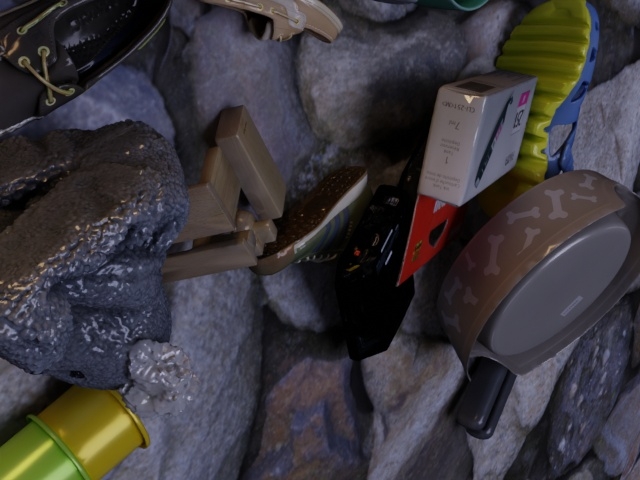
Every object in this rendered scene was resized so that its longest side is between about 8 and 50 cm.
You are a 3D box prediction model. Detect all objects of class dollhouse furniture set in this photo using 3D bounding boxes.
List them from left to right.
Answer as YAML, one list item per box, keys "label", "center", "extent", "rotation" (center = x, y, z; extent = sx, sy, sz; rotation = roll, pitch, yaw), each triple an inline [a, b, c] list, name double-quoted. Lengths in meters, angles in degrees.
- label: "dollhouse furniture set"
  center: [-0.123, -0.040, 0.880]
  extent: [0.151, 0.123, 0.144]
  rotation: [-84, 156, -44]

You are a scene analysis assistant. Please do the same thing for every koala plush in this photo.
- label: "koala plush"
  center: [-0.179, 0.039, 0.712]
  extent: [0.203, 0.196, 0.221]
  rotation: [-36, 137, -25]

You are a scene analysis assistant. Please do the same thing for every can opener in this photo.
- label: "can opener"
  center: [0.309, 0.177, 1.395]
  extent: [0.076, 0.095, 0.283]
  rotation: [50, 60, -45]

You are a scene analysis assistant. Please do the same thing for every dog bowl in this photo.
- label: "dog bowl"
  center: [0.311, 0.049, 1.251]
  extent: [0.348, 0.102, 0.349]
  rotation: [-27, 147, -19]

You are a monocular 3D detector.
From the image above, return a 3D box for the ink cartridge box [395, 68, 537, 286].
- label: "ink cartridge box"
  center: [0.185, -0.080, 1.104]
  extent: [0.275, 0.060, 0.239]
  rotation: [-30, 133, -62]

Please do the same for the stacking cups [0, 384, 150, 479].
- label: "stacking cups"
  center: [-0.291, 0.247, 0.758]
  extent: [0.316, 0.096, 0.096]
  rotation: [-42, 132, -26]

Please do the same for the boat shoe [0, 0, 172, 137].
- label: "boat shoe"
  center: [-0.211, -0.148, 0.706]
  extent: [0.228, 0.068, 0.081]
  rotation: [-48, 135, -25]

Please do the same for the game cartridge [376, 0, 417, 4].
- label: "game cartridge"
  center: [0.000, -0.341, 0.836]
  extent: [0.297, 0.062, 0.198]
  rotation: [-3, 90, -49]

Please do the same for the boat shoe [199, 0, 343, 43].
- label: "boat shoe"
  center: [-0.051, -0.222, 0.870]
  extent: [0.170, 0.063, 0.059]
  rotation: [19, 93, -41]

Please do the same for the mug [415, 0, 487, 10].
- label: "mug"
  center: [0.140, -0.338, 1.008]
  extent: [0.158, 0.097, 0.129]
  rotation: [-60, 138, -14]

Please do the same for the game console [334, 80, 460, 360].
- label: "game console"
  center: [0.115, -0.035, 1.107]
  extent: [0.361, 0.044, 0.213]
  rotation: [-60, 157, -29]

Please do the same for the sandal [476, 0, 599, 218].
- label: "sandal"
  center: [0.312, -0.180, 1.254]
  extent: [0.138, 0.126, 0.317]
  rotation: [-9, 120, -47]

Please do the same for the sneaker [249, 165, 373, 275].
- label: "sneaker"
  center: [0.000, 0.000, 1.003]
  extent: [0.192, 0.064, 0.086]
  rotation: [-42, 127, -34]
